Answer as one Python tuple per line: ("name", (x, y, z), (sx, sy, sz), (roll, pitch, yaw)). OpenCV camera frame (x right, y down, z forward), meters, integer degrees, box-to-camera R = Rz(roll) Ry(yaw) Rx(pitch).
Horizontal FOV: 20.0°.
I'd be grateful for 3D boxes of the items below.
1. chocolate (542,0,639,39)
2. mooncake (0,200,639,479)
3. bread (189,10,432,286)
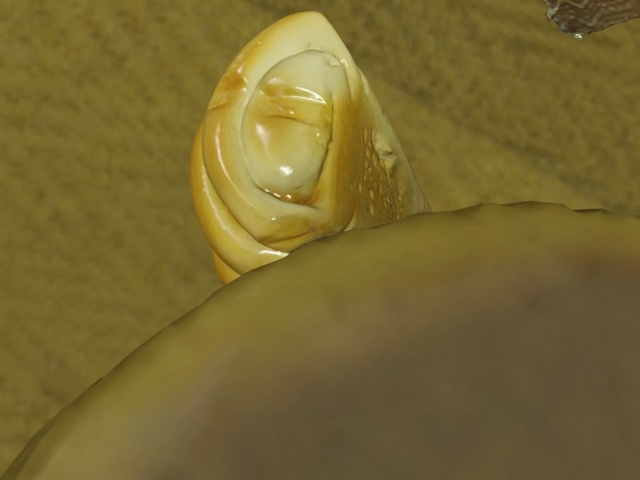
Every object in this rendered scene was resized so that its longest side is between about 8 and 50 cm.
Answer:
("chocolate", (0.201, -0.237, 1.246), (0.148, 0.093, 0.214), (-8, 145, 23))
("mooncake", (0.057, 0.192, 0.557), (0.394, 0.393, 0.246), (-5, 168, -22))
("bread", (0.000, 0.000, 1.237), (0.121, 0.173, 0.311), (-2, 147, 19))
